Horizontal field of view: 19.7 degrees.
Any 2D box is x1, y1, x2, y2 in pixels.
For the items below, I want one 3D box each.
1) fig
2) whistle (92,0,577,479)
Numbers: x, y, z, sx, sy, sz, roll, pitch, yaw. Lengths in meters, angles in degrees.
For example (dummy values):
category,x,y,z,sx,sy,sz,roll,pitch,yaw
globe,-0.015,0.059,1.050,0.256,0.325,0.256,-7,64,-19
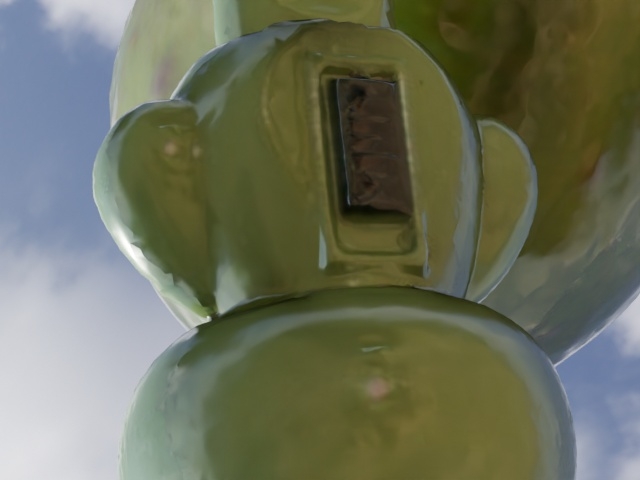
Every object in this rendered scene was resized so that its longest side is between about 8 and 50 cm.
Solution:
category,x,y,z,sx,sy,sz,roll,pitch,yaw
fig,0.043,-0.078,0.763,0.258,0.326,0.258,8,-130,-9
whistle,-0.003,0.006,0.566,0.141,0.141,0.294,0,-121,-16
